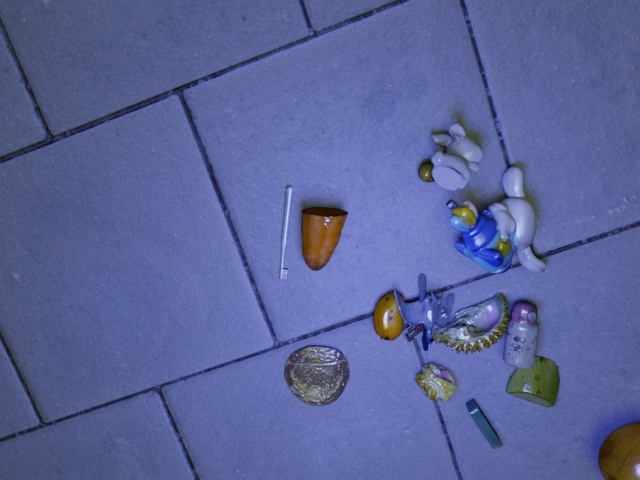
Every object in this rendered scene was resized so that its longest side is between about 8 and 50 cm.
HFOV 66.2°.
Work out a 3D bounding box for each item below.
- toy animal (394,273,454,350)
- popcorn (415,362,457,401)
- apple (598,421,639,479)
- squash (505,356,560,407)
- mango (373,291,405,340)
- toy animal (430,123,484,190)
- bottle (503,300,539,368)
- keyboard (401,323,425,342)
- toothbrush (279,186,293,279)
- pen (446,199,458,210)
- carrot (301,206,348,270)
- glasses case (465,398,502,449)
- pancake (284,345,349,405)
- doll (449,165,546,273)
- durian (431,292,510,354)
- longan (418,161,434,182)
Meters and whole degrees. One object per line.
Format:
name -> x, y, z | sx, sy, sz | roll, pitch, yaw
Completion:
toy animal -> 0.372, 0.250, 1.749 | 0.238, 0.256, 0.176 | 11, 137, -21
popcorn -> 0.428, 0.526, 1.811 | 0.126, 0.126, 0.145 | -43, 106, -1
apple -> 1.171, 0.811, 1.761 | 0.275, 0.299, 0.299 | -31, 98, -11
squash -> 0.812, 0.532, 1.819 | 0.191, 0.085, 0.184 | 19, 101, -3
mango -> 0.249, 0.275, 1.787 | 0.114, 0.090, 0.178 | 2, 98, -13
toy animal -> 0.446, -0.277, 1.640 | 0.178, 0.127, 0.193 | 29, 67, -16
bottle -> 0.727, 0.334, 1.773 | 0.109, 0.110, 0.234 | 3, 101, 1
keyboard -> 0.371, 0.307, 1.792 | 0.165, 0.017, 0.055 | -31, 98, -18
toothbrush -> -0.124, -0.023, 1.775 | 0.030, 0.025, 0.343 | 3, 101, -6
pen -> 0.526, -0.067, 1.748 | 0.204, 0.025, 0.025 | 42, 99, -6
carrot -> 0.000, 0.000, 1.712 | 0.158, 0.159, 0.225 | 9, 103, 0
glasses case -> 0.617, 0.694, 1.856 | 0.039, 0.078, 0.184 | -33, 97, 10
pancake -> -0.013, 0.513, 1.866 | 0.249, 0.031, 0.250 | 0, 99, 2
doll -> 0.598, -0.023, 1.672 | 0.365, 0.187, 0.377 | -21, 82, -23
durian -> 0.547, 0.317, 1.760 | 0.306, 0.172, 0.167 | -28, 74, 14
longan -> 0.376, -0.230, 1.696 | 0.075, 0.083, 0.075 | -8, 138, -7
